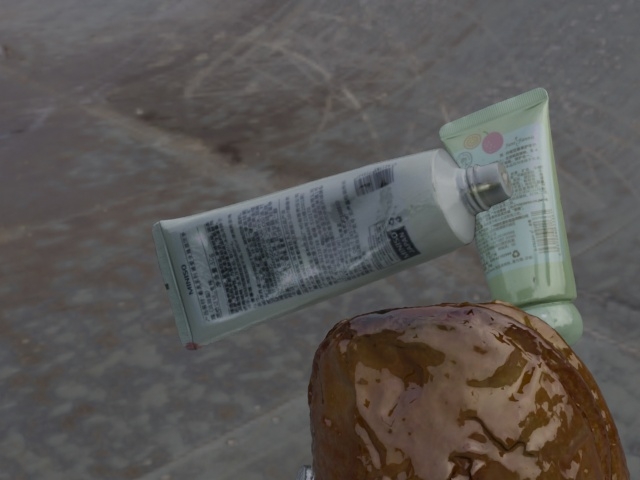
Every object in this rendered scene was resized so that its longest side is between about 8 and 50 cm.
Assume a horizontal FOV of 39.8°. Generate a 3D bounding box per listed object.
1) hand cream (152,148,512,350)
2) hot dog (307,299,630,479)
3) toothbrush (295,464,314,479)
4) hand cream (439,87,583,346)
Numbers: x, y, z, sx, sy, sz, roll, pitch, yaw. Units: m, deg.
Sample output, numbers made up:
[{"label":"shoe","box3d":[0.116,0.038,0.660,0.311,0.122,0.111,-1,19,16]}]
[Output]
[{"label":"hand cream","box3d":[0.000,0.000,0.751,0.341,0.124,0.078,-18,-3,29]},{"label":"hot dog","box3d":[0.078,0.172,0.514,0.196,0.272,0.122,-10,-6,26]},{"label":"toothbrush","box3d":[-0.015,0.324,0.695,0.042,0.035,0.413,23,27,-9]},{"label":"hand cream","box3d":[0.232,-0.018,1.048,0.147,0.305,0.093,-19,-15,34]}]
